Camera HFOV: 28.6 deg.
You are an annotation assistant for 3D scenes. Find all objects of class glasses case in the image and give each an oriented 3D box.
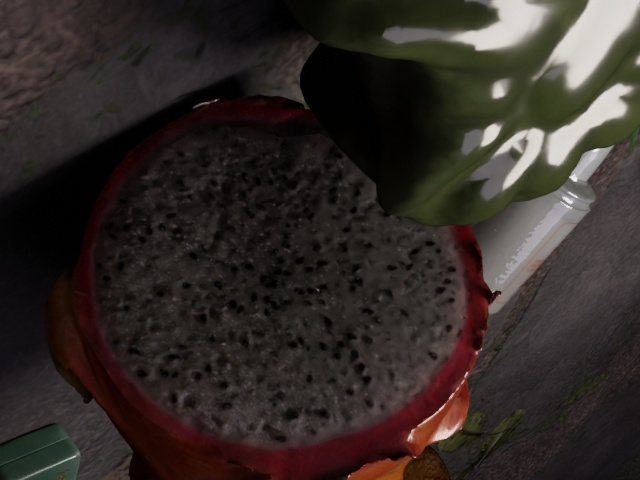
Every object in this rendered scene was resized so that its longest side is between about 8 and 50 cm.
[{"bbox_3d":[-0.268,0.239,1.128,0.077,0.039,0.184,-20,148,-34],"label":"glasses case"}]

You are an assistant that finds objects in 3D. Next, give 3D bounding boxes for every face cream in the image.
[{"bbox_3d":[0.212,-0.046,1.229,0.101,0.101,0.252,3,132,-54],"label":"face cream"}]

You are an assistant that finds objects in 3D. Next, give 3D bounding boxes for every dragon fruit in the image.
[{"bbox_3d":[-0.038,0.073,0.902,0.305,0.305,0.226,-29,160,-19],"label":"dragon fruit"}]

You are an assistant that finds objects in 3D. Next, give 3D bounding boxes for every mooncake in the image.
[{"bbox_3d":[0.111,-0.180,0.736,0.351,0.187,0.351,-27,140,-26],"label":"mooncake"}]

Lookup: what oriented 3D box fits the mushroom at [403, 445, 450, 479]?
[{"bbox_3d":[0.110,0.382,1.744,0.194,0.138,0.231,-49,153,19],"label":"mushroom"}]
